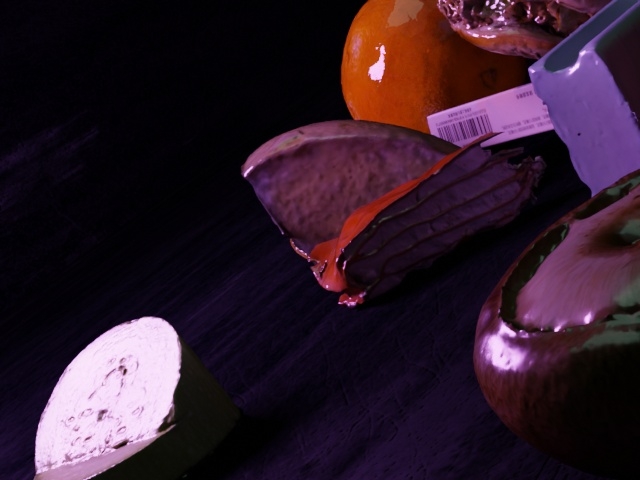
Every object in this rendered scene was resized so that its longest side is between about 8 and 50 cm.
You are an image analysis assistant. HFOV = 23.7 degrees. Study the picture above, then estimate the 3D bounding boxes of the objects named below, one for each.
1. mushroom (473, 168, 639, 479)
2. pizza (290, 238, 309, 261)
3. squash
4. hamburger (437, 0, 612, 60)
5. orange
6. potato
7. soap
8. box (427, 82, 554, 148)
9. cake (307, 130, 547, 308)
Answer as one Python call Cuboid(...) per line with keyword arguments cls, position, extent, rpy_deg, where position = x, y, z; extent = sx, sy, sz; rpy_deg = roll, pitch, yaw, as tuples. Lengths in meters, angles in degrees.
Cuboid(cls="mushroom", position=(0.234, 0.033, 0.915), extent=(0.297, 0.163, 0.278), rpy_deg=(-32, 2, -8))
Cuboid(cls="pizza", position=(0.000, 0.001, 2.057), extent=(0.078, 0.025, 0.083), rpy_deg=(-16, 28, -3))
Cuboid(cls="squash", position=(-0.191, 0.186, 1.470), extent=(0.220, 0.133, 0.220), rpy_deg=(-29, 17, 10))
Cuboid(cls="hamburger", position=(0.273, -0.311, 1.890), extent=(0.286, 0.146, 0.243), rpy_deg=(13, 21, 16))
Cuboid(cls="orange", position=(0.156, -0.233, 2.068), extent=(0.261, 0.261, 0.261), rpy_deg=(-29, 11, 6))
Cuboid(cls="potato", position=(0.072, -0.090, 1.824), extent=(0.264, 0.189, 0.211), rpy_deg=(-26, 11, 20))
Cuboid(cls="soap", position=(0.336, -0.158, 1.471), extent=(0.095, 0.173, 0.289), rpy_deg=(-17, 16, 46))
Cuboid(cls="box", position=(0.309, -0.171, 1.763), extent=(0.214, 0.069, 0.353), rpy_deg=(-18, 5, -30))
Cuboid(cls="cake", position=(0.113, -0.017, 1.648), extent=(0.287, 0.098, 0.135), rpy_deg=(-32, 8, 19))
